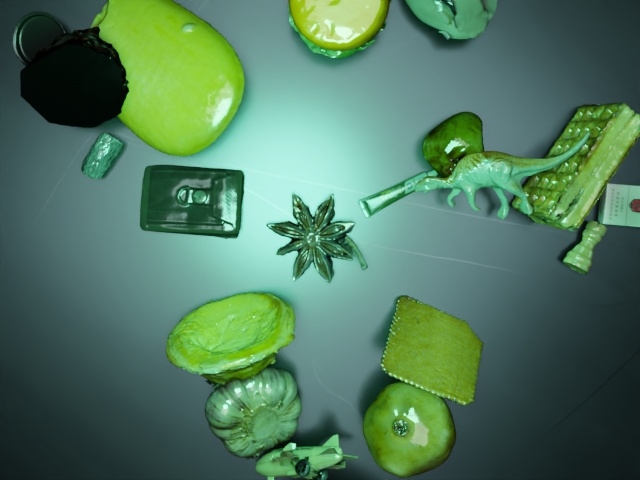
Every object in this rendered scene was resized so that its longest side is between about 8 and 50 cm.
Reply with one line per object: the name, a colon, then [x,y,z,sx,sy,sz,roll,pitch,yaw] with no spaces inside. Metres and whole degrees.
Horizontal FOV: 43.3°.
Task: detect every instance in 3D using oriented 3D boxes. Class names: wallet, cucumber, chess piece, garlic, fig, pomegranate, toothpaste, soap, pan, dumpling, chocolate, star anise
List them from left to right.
pan: [-0.622,-0.428,1.890,0.136,0.028,0.235,-42,88,13]
chocolate: [-0.535,-0.388,1.810,0.224,0.177,0.206,-24,135,16]
cucumber: [-0.518,-0.198,1.904,0.064,0.064,0.112,32,93,-3]
soap: [-0.361,-0.387,1.854,0.427,0.115,0.306,42,97,16]
wallet: [-0.308,-0.093,1.925,0.245,0.052,0.169,4,90,1]
garlic: [-0.164,0.390,1.907,0.245,0.160,0.245,-15,123,-24]
star anise: [0.000,0.001,1.919,0.262,0.081,0.230,24,93,8]
toothpaste: [0.190,-0.119,1.940,0.204,0.031,0.049,-27,92,2]
pomegranate: [0.208,0.439,1.890,0.233,0.233,0.233,0,94,-1]
dumpling: [0.291,-0.600,1.848,0.204,0.163,0.293,-38,82,6]
fig: [0.327,-0.224,1.889,0.154,0.144,0.166,25,84,34]
chess piece: [0.643,0.015,1.946,0.066,0.066,0.122,31,87,-3]

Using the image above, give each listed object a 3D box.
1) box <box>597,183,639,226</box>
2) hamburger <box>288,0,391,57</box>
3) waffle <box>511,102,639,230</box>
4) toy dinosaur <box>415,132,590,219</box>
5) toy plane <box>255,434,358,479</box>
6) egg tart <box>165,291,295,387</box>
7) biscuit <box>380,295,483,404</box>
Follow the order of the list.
box: [0.754,-0.083,1.947,0.152,0.048,0.100,5,95,1]
hamburger: [0.043,-0.543,1.839,0.246,0.170,0.246,2,103,8]
waffle: [0.594,-0.173,1.853,0.091,0.213,0.308,33,91,-13]
toy dinosaur: [0.422,-0.138,1.815,0.393,0.092,0.205,-25,120,23]
toy plane: [-0.049,0.528,1.923,0.256,0.242,0.104,-26,55,22]
egg tart: [-0.196,0.234,1.843,0.315,0.315,0.120,-14,117,0]
biscuit: [0.269,0.258,1.905,0.237,0.013,0.232,23,51,-4]
